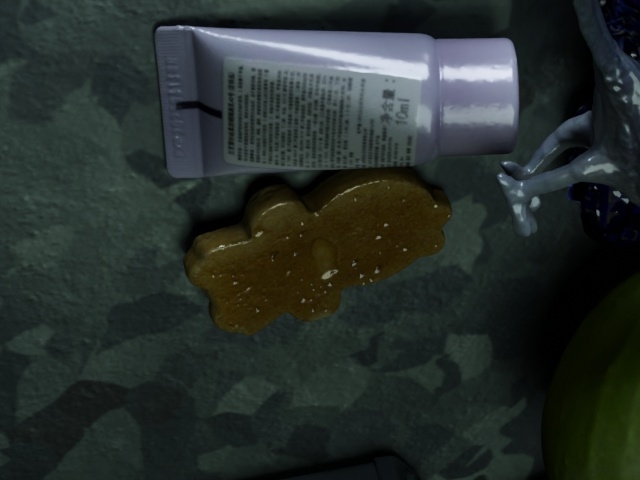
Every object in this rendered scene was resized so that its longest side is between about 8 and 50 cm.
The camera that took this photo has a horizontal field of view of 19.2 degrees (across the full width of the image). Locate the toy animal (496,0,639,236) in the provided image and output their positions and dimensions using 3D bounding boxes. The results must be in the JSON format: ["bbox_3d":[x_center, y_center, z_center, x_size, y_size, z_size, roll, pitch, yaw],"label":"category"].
[{"bbox_3d":[0.219,-0.075,1.403,0.205,0.081,0.367,-30,132,29],"label":"toy animal"}]

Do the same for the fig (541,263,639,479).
[{"bbox_3d":[0.345,0.145,1.683,0.316,0.316,0.316,-10,136,-10],"label":"fig"}]

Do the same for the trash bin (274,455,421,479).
[{"bbox_3d":[0.004,0.304,1.844,0.236,0.101,0.177,-8,137,-9],"label":"trash bin"}]

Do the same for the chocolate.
[{"bbox_3d":[0.254,-0.107,1.525,0.148,0.126,0.343,-41,154,-30],"label":"chocolate"}]

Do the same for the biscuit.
[{"bbox_3d":[0.000,0.000,1.584,0.225,0.036,0.166,-25,137,2],"label":"biscuit"}]

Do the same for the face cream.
[{"bbox_3d":[0.013,-0.106,1.456,0.273,0.096,0.154,-1,138,-1],"label":"face cream"}]
